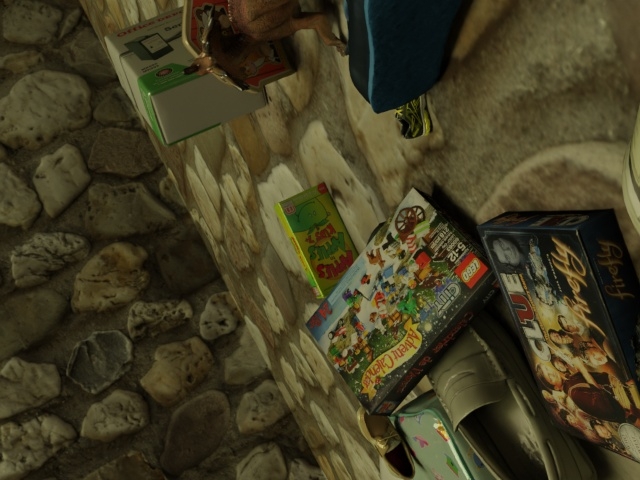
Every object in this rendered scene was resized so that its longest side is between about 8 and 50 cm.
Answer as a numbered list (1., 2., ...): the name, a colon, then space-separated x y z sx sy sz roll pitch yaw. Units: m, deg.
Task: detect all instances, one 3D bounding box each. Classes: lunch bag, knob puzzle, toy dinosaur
1. lunch bag: 0.213 0.334 1.078 0.224 0.107 0.279 60 163 10
2. knob puzzle: -0.123 -0.309 1.052 0.030 0.213 0.213 -14 103 42
3. toy dinosaur: -0.076 -0.291 0.865 0.127 0.200 0.296 57 162 23

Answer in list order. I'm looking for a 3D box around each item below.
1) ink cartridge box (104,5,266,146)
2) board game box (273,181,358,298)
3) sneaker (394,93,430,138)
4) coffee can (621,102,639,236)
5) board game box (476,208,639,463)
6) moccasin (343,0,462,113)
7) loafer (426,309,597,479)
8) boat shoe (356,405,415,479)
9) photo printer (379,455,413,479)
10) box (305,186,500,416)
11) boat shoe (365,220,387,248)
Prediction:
1. ink cartridge box: -0.264 -0.327 1.374 0.289 0.211 0.122 48 158 43
2. board game box: 0.000 0.000 1.260 0.181 0.092 0.043 64 163 -1
3. sneaker: 0.100 -0.154 0.818 0.031 0.035 0.083 25 138 64
4. coffee can: 0.218 -0.115 0.216 0.201 0.201 0.276 49 159 42
5. board game box: 0.252 0.089 0.701 0.243 0.042 0.165 67 164 -9
6. moccasin: 0.057 -0.241 0.646 0.117 0.137 0.342 63 164 18
7. loafer: 0.196 0.181 0.851 0.319 0.111 0.112 51 119 25
8. boat shoe: 0.105 0.306 1.092 0.135 0.050 0.045 56 162 -11
9. photo printer: 0.217 0.504 1.321 0.307 0.107 0.256 47 157 45
10. box: 0.098 0.074 0.875 0.044 0.233 0.159 19 -156 -46
11. boat shoe: 0.088 0.097 1.075 0.113 0.127 0.340 56 160 30
